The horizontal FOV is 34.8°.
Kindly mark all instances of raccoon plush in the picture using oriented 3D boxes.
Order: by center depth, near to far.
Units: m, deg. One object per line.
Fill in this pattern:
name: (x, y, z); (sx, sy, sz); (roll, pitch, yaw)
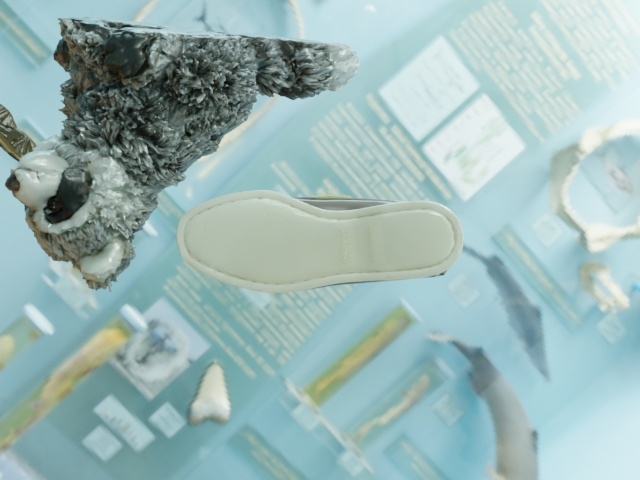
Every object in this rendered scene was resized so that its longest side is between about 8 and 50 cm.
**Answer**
raccoon plush: (-0.150, -0.101, 1.231); (0.446, 0.299, 0.216); (1, 14, -22)

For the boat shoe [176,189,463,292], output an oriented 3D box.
boat shoe: (0.000, 0.000, 1.181); (0.097, 0.324, 0.116); (9, 79, -85)

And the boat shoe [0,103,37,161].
boat shoe: (-0.564, -0.189, 1.831); (0.152, 0.056, 0.049); (49, -32, 16)
